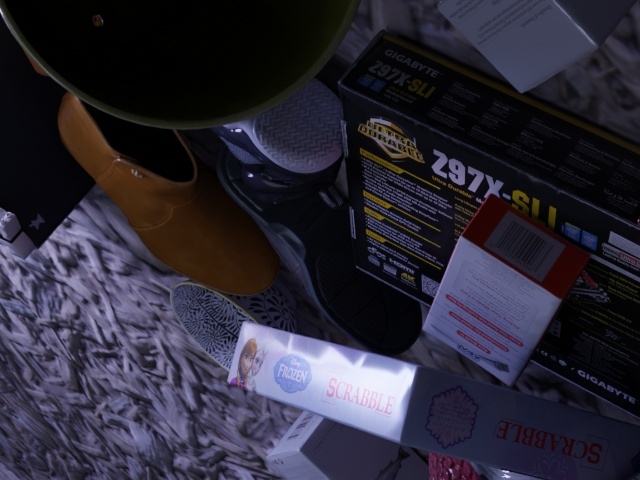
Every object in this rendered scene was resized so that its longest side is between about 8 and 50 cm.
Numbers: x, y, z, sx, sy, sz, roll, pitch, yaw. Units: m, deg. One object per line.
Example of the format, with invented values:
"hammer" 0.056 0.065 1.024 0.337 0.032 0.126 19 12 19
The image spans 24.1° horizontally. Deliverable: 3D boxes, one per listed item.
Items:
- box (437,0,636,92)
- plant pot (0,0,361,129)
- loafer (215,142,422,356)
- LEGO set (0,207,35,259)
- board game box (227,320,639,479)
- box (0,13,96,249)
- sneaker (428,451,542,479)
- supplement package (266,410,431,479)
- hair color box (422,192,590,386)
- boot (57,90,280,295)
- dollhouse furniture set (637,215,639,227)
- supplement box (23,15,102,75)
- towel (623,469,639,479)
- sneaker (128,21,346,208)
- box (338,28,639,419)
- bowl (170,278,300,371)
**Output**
"box" 0.153 -0.171 0.987 0.087 0.101 0.102 44 155 -8
"plant pot" -0.140 -0.223 1.156 0.275 0.275 0.293 49 169 -16
"loafer" 0.000 0.000 1.478 0.267 0.096 0.084 50 172 -3
"LEGO set" -0.416 -0.034 1.545 0.227 0.087 0.093 24 151 23
"board game box" 0.125 0.154 1.331 0.318 0.066 0.318 17 175 -27
"box" -0.416 -0.158 1.643 0.294 0.183 0.296 7 140 48
"sneaker" 0.209 0.269 1.563 0.299 0.112 0.121 26 126 58
"supplement package" 0.045 0.277 1.795 0.179 0.105 0.105 44 153 -8
"hair color box" 0.146 0.043 1.205 0.093 0.053 0.167 33 151 10
"boot" -0.140 -0.045 1.486 0.295 0.104 0.211 40 169 -11
"dollhouse furniture set" 0.400 0.035 0.902 0.374 0.152 0.201 19 154 34
"supplement box" -0.275 -0.265 1.423 0.080 0.078 0.233 13 143 42
"towel" 0.365 0.263 1.180 0.235 0.283 0.121 53 -168 -21
"sneaker" -0.080 -0.124 1.357 0.268 0.101 0.153 39 164 22
"box" 0.169 -0.006 1.244 0.322 0.079 0.257 28 149 23
"bowl" -0.079 0.082 1.689 0.170 0.080 0.170 30 152 18
